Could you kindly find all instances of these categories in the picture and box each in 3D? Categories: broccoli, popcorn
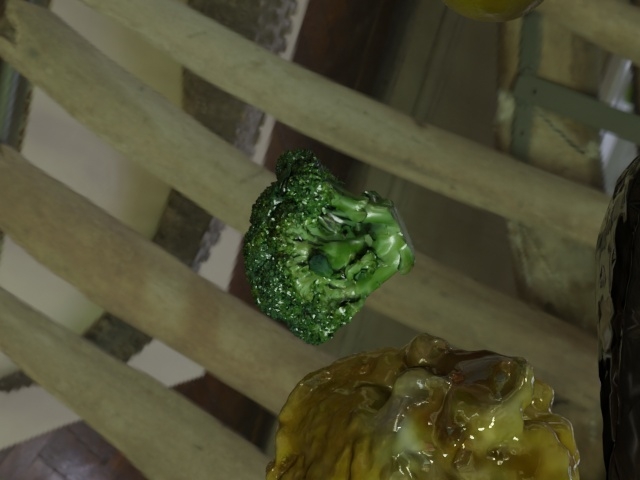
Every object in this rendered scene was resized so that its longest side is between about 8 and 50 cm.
[{"bbox_3d":[0.000,0.000,0.879,0.195,0.156,0.195,-21,90,-75],"label":"broccoli"},{"bbox_3d":[0.138,0.308,1.231,0.354,0.390,0.344,27,57,-37],"label":"popcorn"}]

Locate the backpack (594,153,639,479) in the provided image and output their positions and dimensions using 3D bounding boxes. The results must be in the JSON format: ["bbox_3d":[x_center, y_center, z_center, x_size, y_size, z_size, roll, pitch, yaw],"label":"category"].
[{"bbox_3d":[0.331,0.063,0.702,0.445,0.254,0.363,-19,111,-75],"label":"backpack"}]

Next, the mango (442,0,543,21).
[{"bbox_3d":[0.146,-0.247,0.777,0.195,0.130,0.092,92,-3,-80],"label":"mango"}]
